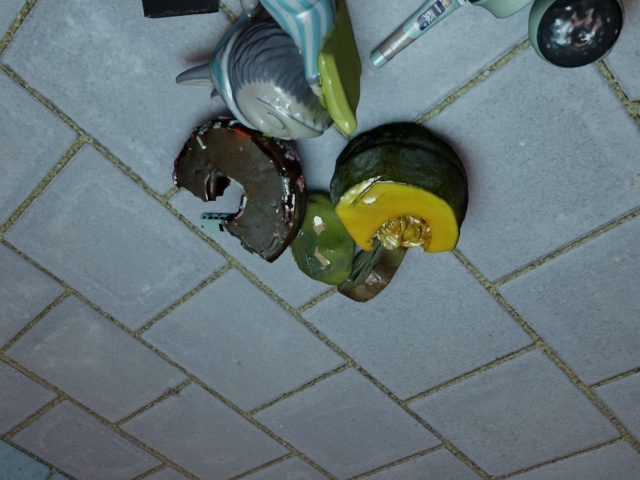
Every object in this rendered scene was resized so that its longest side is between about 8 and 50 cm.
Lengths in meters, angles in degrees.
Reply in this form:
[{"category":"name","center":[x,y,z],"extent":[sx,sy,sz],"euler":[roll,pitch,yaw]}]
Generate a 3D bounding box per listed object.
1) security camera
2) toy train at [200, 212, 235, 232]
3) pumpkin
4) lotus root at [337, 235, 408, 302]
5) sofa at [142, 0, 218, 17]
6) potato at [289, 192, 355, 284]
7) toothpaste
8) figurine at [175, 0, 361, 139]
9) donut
[{"category":"security camera","center":[0.400,-0.421,0.974],"extent":[0.277,0.191,0.197],"euler":[37,122,-19]},{"category":"toy train","center":[-0.206,-0.043,1.451],"extent":[0.207,0.047,0.043],"euler":[2,128,10]},{"category":"pumpkin","center":[0.174,-0.111,1.236],"extent":[0.303,0.225,0.256],"euler":[-1,131,3]},{"category":"lotus root","center":[0.135,0.065,1.407],"extent":[0.074,0.170,0.261],"euler":[35,131,-12]},{"category":"sofa","center":[-0.282,-0.496,1.126],"extent":[0.147,0.060,0.085],"euler":[-2,109,11]},{"category":"potato","center":[0.000,0.000,1.384],"extent":[0.169,0.143,0.248],"euler":[-2,125,15]},{"category":"toothpaste","center":[0.185,-0.420,1.110],"extent":[0.205,0.036,0.056],"euler":[-36,115,26]},{"category":"figurine","center":[-0.131,-0.358,1.073],"extent":[0.377,0.266,0.361],"euler":[-8,119,15]},{"category":"donut","center":[-0.167,-0.143,1.271],"extent":[0.345,0.136,0.259],"euler":[36,120,13]}]
